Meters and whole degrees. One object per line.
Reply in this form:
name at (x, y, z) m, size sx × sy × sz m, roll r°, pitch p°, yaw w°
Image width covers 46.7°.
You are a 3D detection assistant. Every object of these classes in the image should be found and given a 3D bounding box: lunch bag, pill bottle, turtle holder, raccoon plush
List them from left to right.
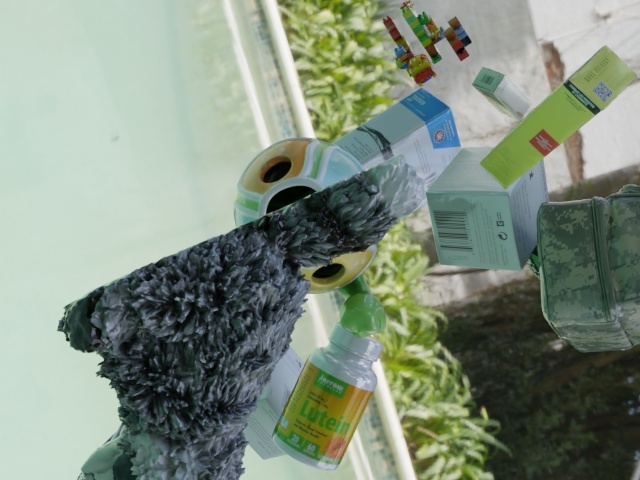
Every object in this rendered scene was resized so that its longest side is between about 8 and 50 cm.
raccoon plush at (-0.055, 0.136, 0.751) m, size 0.299 × 0.446 × 0.216 m, roll 65°, pitch 13°, yaw -1°
turtle holder at (-0.019, -0.005, 1.195) m, size 0.227 × 0.243 × 0.320 m, roll -69°, pitch 158°, yaw -83°
pill bottle at (0.021, 0.280, 1.358) m, size 0.245 × 0.136 × 0.136 m, roll -65°, pitch 171°, yaw -1°
lunch bag at (0.496, 0.050, 1.165) m, size 0.305 × 0.256 × 0.212 m, roll 36°, pitch 52°, yaw -56°

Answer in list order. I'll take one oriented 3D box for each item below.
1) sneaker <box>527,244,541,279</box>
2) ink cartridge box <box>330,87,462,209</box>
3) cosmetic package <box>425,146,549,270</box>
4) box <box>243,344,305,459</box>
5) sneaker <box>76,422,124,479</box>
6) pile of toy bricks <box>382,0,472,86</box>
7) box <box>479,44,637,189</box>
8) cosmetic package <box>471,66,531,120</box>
sneaker at (0.551, 0.073, 1.422) m, size 0.134 × 0.344 × 0.146 m, roll -56°, pitch 170°, yaw -80°
ink cartridge box at (0.170, -0.175, 1.740) m, size 0.129 × 0.307 × 0.223 m, roll 51°, pitch -9°, yaw 45°
cosmetic package at (0.297, -0.060, 1.298) m, size 0.183 × 0.151 × 0.151 m, roll -47°, pitch 130°, yaw -44°
box at (-0.101, 0.319, 1.525) m, size 0.181 × 0.119 × 0.182 m, roll 56°, pitch 27°, yaw -32°
sneaker at (-0.217, 0.238, 0.902) m, size 0.236 × 0.095 × 0.104 m, roll -54°, pitch 164°, yaw -44°
pile of toy bricks at (0.156, -0.332, 1.172) m, size 0.105 × 0.118 × 0.212 m, roll 50°, pitch 18°, yaw -24°
box at (0.302, -0.154, 0.973) m, size 0.058 × 0.087 × 0.232 m, roll 47°, pitch -26°, yaw 3°
cosmetic package at (0.340, -0.274, 1.391) m, size 0.115 × 0.041 × 0.060 m, roll 28°, pitch 6°, yaw -44°
